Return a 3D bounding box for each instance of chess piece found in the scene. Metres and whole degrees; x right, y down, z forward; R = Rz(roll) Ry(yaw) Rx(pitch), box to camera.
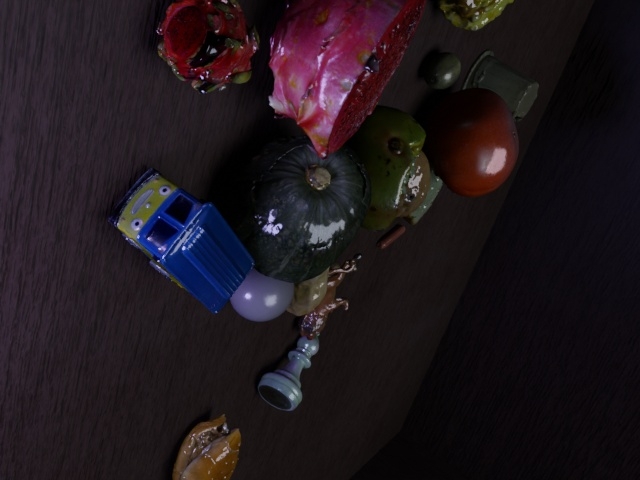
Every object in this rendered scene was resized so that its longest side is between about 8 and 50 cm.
[{"bbox_3d":[-0.074,0.381,2.335,0.272,0.139,0.139,-57,160,-34],"label":"chess piece"}]

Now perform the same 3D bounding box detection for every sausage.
[{"bbox_3d":[0.244,-0.014,2.577,0.147,0.030,0.035,-38,150,-39],"label":"sausage"}]

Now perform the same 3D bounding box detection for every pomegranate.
[{"bbox_3d":[0.101,-0.181,1.889,0.358,0.216,0.310,-33,-142,65],"label":"pomegranate"}]

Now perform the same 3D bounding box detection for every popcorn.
[{"bbox_3d":[0.405,-0.661,1.958,0.286,0.173,0.225,-25,147,-52],"label":"popcorn"}]

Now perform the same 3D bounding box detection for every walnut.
[{"bbox_3d":[0.215,-0.176,2.129,0.198,0.198,0.245,-35,139,-43],"label":"walnut"}]

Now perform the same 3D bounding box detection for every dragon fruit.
[{"bbox_3d":[0.032,-0.371,1.481,0.386,0.249,0.371,-57,173,6],"label":"dragon fruit"},{"bbox_3d":[-0.178,-0.315,1.239,0.172,0.160,0.167,6,90,-64],"label":"dragon fruit"}]

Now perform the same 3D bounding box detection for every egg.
[{"bbox_3d":[-0.140,0.122,1.835,0.147,0.146,0.198,-64,163,13],"label":"egg"}]

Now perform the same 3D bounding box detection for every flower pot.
[{"bbox_3d":[0.595,-0.492,2.501,0.212,0.202,0.212,-42,153,-27],"label":"flower pot"}]

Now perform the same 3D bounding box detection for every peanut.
[{"bbox_3d":[-0.042,0.069,1.964,0.152,0.152,0.313,-35,149,-43],"label":"peanut"}]

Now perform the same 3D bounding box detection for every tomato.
[{"bbox_3d":[0.474,-0.293,2.310,0.272,0.342,0.341,-23,170,25],"label":"tomato"}]

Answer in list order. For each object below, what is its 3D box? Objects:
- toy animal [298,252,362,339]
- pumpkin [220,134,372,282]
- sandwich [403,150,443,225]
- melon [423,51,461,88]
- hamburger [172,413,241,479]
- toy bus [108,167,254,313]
[{"bbox_3d":[0.014,0.170,2.272,0.157,0.097,0.313,-24,137,-44],"label":"toy animal"},{"bbox_3d":[-0.047,-0.083,1.626,0.328,0.291,0.257,-59,-172,-28],"label":"pumpkin"},{"bbox_3d":[0.310,-0.169,2.456,0.226,0.087,0.251,-62,157,5],"label":"sandwich"},{"bbox_3d":[0.347,-0.483,2.140,0.130,0.098,0.098,-45,153,-33],"label":"melon"},{"bbox_3d":[-0.326,0.627,2.074,0.156,0.144,0.283,-15,134,-57],"label":"hamburger"},{"bbox_3d":[-0.256,0.006,1.432,0.138,0.175,0.288,-52,156,-13],"label":"toy bus"}]
